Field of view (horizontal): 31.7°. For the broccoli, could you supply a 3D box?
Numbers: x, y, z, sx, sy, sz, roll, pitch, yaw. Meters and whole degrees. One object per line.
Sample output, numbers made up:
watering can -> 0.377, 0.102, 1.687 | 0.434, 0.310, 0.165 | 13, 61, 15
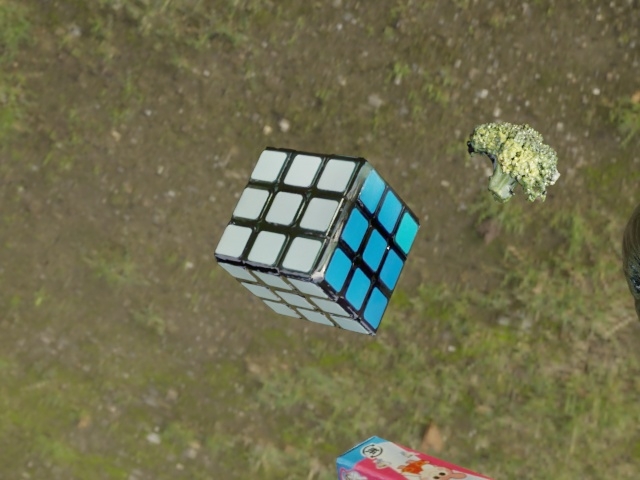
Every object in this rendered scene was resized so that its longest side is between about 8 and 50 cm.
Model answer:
broccoli -> 0.208, -0.087, 1.244 | 0.097, 0.095, 0.092 | 28, 101, -6

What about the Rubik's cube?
Rubik's cube -> 0.000, 0.000, 1.338 | 0.163, 0.160, 0.162 | 10, 158, 37

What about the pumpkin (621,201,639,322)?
pumpkin -> 0.543, 0.036, 1.493 | 0.239, 0.315, 0.315 | -12, 136, 0

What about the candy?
candy -> 0.167, 0.410, 1.660 | 0.306, 0.100, 0.157 | 11, 115, 45
